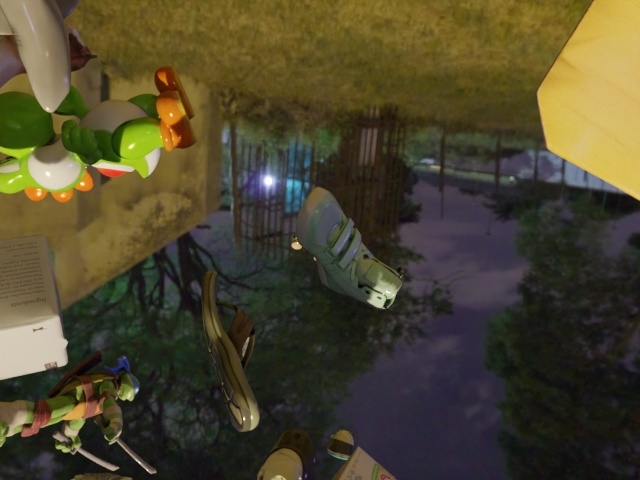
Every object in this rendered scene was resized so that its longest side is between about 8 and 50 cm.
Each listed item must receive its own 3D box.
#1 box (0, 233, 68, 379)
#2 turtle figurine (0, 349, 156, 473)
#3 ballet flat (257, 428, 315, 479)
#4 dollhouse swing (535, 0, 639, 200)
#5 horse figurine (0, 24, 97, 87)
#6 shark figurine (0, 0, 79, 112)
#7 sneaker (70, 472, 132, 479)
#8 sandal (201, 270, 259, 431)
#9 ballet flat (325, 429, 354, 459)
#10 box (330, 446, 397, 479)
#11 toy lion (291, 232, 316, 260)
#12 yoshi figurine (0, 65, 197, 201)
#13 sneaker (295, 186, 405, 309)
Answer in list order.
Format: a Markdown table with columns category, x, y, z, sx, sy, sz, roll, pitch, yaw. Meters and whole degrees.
| category | x | y | z | sx | sy | sz | roll | pitch | yaw |
| --- | --- | --- | --- | --- | --- | --- | --- | --- | --- |
| box | -0.423 | 0.096 | 0.736 | 0.181 | 0.119 | 0.181 | -10 | 155 | -24 |
| turtle figurine | -0.451 | 0.357 | 1.074 | 0.266 | 0.275 | 0.197 | 0 | -172 | -39 |
| ballet flat | -0.069 | 0.431 | 0.959 | 0.095 | 0.096 | 0.281 | 0 | -129 | 16 |
| dollhouse swing | 0.428 | -0.155 | 0.582 | 0.305 | 0.347 | 0.315 | 36 | -159 | 22 |
| horse figurine | -0.496 | -0.284 | 0.868 | 0.263 | 0.175 | 0.066 | -38 | -152 | -19 |
| shark figurine | -0.350 | -0.287 | 0.603 | 0.278 | 0.166 | 0.116 | 37 | 158 | -27 |
| sneaker | -0.332 | 0.411 | 0.875 | 0.090 | 0.115 | 0.232 | 5 | 160 | -16 |
| sandal | -0.148 | 0.185 | 1.021 | 0.086 | 0.120 | 0.303 | -13 | -127 | -19 |
| ballet flat | 0.051 | 0.517 | 1.496 | 0.074 | 0.074 | 0.203 | 6 | 161 | 2 |
| box | 0.043 | 0.416 | 0.877 | 0.103 | 0.114 | 0.203 | 39 | -169 | 11 |
| toy lion | 0.000 | 0.000 | 1.306 | 0.100 | 0.096 | 0.034 | 29 | -137 | -22 |
| yoshi figurine | -0.408 | -0.200 | 0.994 | 0.361 | 0.203 | 0.203 | -20 | 173 | -1 |
| sneaker | 0.058 | 0.018 | 0.915 | 0.151 | 0.094 | 0.256 | 22 | 157 | 27 |
